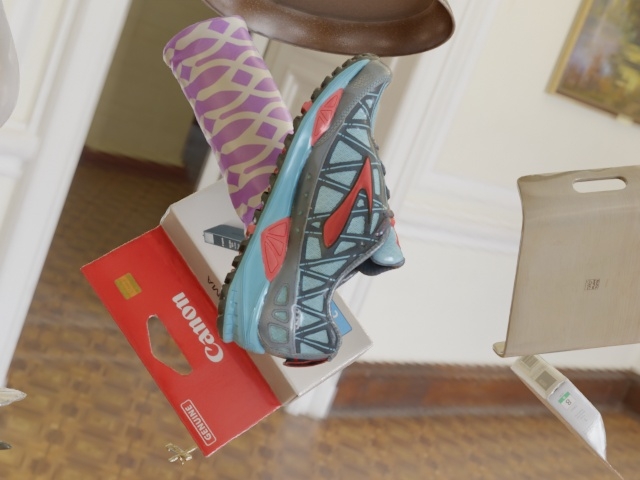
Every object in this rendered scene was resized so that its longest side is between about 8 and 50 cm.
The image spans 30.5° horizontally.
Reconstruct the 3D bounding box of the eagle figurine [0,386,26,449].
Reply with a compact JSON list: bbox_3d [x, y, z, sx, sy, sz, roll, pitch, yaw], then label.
[{"bbox_3d":[-0.486,0.163,1.232,0.298,0.226,0.225,50,49,-4],"label":"eagle figurine"}]

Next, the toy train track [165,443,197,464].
[{"bbox_3d":[-0.217,0.329,1.806,0.048,0.014,0.083,-25,16,-25],"label":"toy train track"}]

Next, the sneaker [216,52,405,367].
[{"bbox_3d":[0.016,-0.021,0.951,0.125,0.262,0.104,23,-6,2],"label":"sneaker"}]

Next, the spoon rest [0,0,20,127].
[{"bbox_3d":[-0.371,-0.233,1.244,0.137,0.276,0.084,13,17,-23],"label":"spoon rest"}]

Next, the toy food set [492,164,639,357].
[{"bbox_3d":[0.363,0.033,1.640,0.220,0.306,0.092,-5,37,-7],"label":"toy food set"}]

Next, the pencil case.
[{"bbox_3d":[-0.071,-0.100,1.049,0.086,0.088,0.206,-17,79,-41],"label":"pencil case"}]

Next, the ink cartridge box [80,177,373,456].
[{"bbox_3d":[-0.116,0.084,1.508,0.261,0.066,0.296,-31,82,-31],"label":"ink cartridge box"}]

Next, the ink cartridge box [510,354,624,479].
[{"bbox_3d":[0.417,0.285,1.887,0.225,0.056,0.181,44,1,-13],"label":"ink cartridge box"}]

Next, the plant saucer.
[{"bbox_3d":[0.007,-0.291,1.368,0.311,0.050,0.310,9,-10,2],"label":"plant saucer"}]
